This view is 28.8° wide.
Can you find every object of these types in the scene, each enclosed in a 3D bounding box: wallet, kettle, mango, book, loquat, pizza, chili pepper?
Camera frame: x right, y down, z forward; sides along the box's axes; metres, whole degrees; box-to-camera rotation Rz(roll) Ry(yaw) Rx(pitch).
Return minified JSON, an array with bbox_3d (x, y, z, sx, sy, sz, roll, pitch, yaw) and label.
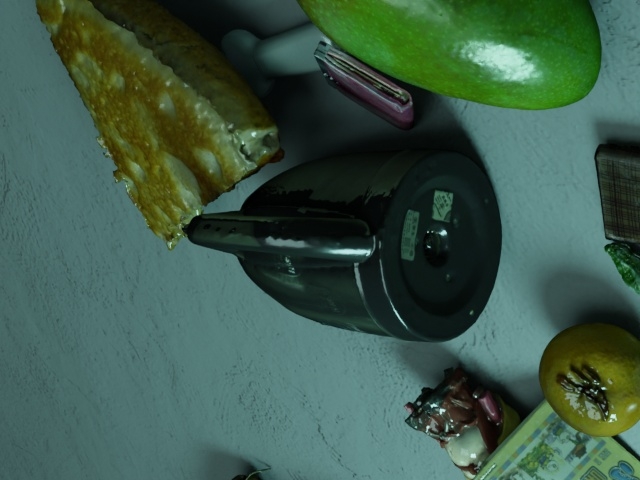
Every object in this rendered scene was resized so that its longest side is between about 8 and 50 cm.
[{"bbox_3d":[0.054,-0.170,1.412,0.119,0.025,0.232,31,-179,4],"label":"wallet"},{"bbox_3d":[0.000,0.000,1.518,0.324,0.321,0.228,3,92,45],"label":"kettle"},{"bbox_3d":[0.120,-0.258,1.274,0.382,0.201,0.225,34,131,-6],"label":"mango"},{"bbox_3d":[0.407,-0.038,1.331,0.230,0.042,0.124,8,125,33],"label":"wallet"},{"bbox_3d":[0.321,0.314,1.632,0.192,0.013,0.168,40,101,-3],"label":"book"},{"bbox_3d":[0.332,0.166,1.495,0.141,0.141,0.141,23,135,25],"label":"loquat"},{"bbox_3d":[-0.210,-0.156,1.685,0.440,0.130,0.406,40,150,24],"label":"pizza"},{"bbox_3d":[0.417,0.068,1.407,0.227,0.059,0.088,37,135,16],"label":"chili pepper"}]

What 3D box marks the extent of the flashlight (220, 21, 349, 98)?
[{"bbox_3d":[-0.044,-0.232,1.547,0.200,0.047,0.093,-8,119,41],"label":"flashlight"}]

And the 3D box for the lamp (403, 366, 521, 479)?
[{"bbox_3d":[0.235,0.287,1.696,0.253,0.118,0.118,45,140,3],"label":"lamp"}]

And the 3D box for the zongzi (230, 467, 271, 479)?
[{"bbox_3d":[-0.066,0.517,2.171,0.241,0.111,0.247,15,128,7],"label":"zongzi"}]
